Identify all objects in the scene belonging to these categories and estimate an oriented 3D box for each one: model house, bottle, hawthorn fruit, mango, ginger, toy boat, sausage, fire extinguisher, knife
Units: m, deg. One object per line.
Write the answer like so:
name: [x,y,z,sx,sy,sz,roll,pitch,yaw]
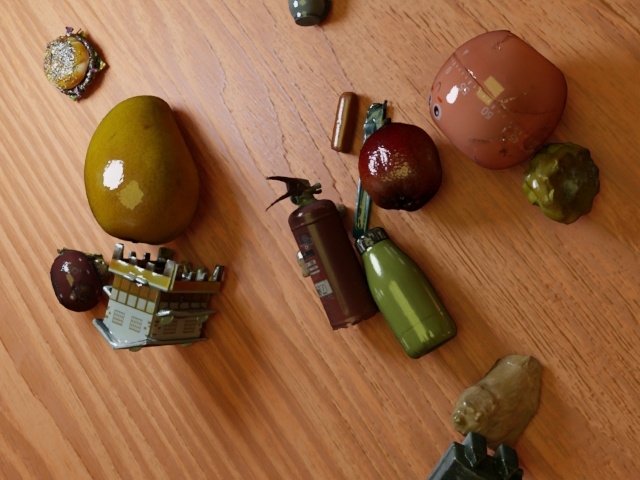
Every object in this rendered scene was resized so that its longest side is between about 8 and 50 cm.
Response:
model house: [-0.356,0.133,1.567,0.198,0.224,0.215,14,92,26]
bottle: [0.157,0.095,1.378,0.112,0.112,0.260,-36,73,20]
hawthorn fruit: [0.156,-0.154,1.369,0.169,0.169,0.188,-12,71,25]
mango: [-0.412,-0.163,1.619,0.263,0.221,0.378,-16,67,16]
ginger: [0.318,0.285,1.292,0.115,0.122,0.193,32,96,45]
toy boat: [0.244,0.493,1.306,0.141,0.092,0.320,23,117,-5]
sausage: [0.051,-0.250,1.489,0.039,0.041,0.131,10,91,48]
fire extinguisher: [-0.007,0.015,1.409,0.106,0.147,0.337,-24,90,52]
knife: [0.101,-0.146,1.467,0.044,0.026,0.297,7,90,15]
bottle: [-0.028,-0.595,1.531,0.096,0.079,0.254,-1,84,-12]
ginger: [-0.002,-0.002,1.497,0.069,0.051,0.174,24,99,22]

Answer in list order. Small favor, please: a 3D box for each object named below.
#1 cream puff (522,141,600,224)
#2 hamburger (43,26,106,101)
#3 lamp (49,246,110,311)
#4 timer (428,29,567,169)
cream puff: [0.419,-0.107,1.264,0.116,0.146,0.146,21,98,65]
hamburger: [-0.648,-0.458,1.817,0.189,0.093,0.164,44,106,23]
lamp: [-0.588,0.096,1.741,0.156,0.134,0.157,30,131,53]
timer: [0.311,-0.247,1.256,0.229,0.229,0.215,47,112,21]
